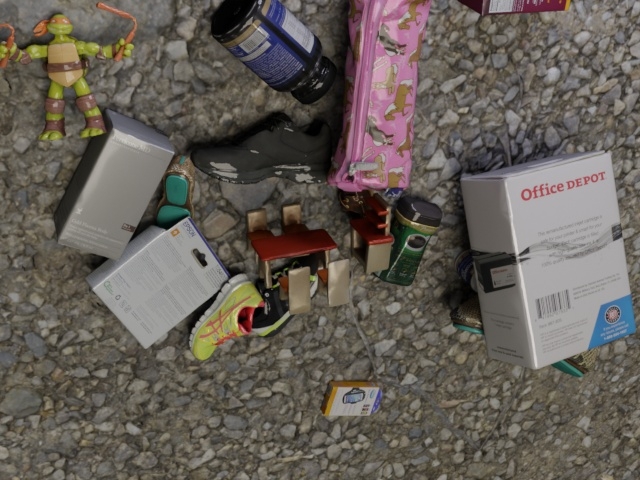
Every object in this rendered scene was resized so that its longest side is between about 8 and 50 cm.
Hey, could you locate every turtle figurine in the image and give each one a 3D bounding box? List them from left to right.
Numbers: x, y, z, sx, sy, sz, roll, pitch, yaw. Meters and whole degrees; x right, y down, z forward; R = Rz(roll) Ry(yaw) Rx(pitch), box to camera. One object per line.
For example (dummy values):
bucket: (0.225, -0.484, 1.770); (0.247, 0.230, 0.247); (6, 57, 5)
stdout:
turtle figurine: (-0.434, -0.279, 1.628); (0.270, 0.087, 0.217); (-7, 104, -15)

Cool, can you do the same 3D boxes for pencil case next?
pencil case: (0.105, -0.277, 1.783); (0.160, 0.167, 0.386); (2, 105, -19)

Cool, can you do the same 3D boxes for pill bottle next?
pill bottle: (-0.075, -0.338, 1.726); (0.123, 0.123, 0.219); (-47, 125, 7)
pill bottle: (0.348, 0.074, 2.148); (0.067, 0.120, 0.067); (-10, 121, -18)

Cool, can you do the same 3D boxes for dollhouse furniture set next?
dollhouse furniture set: (0.000, 0.000, 1.872); (0.259, 0.262, 0.135); (-10, 119, -18)

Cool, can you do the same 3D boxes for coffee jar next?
coffee jar: (0.180, -0.001, 2.059); (0.096, 0.079, 0.184); (13, 113, -26)

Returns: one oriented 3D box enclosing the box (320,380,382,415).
box: (0.074, 0.362, 2.258); (0.136, 0.028, 0.081); (4, 116, -28)

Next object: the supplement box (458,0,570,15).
supplement box: (0.365, -0.478, 1.845); (0.188, 0.104, 0.080); (-8, 121, -18)

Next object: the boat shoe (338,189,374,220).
boat shoe: (0.074, -0.079, 1.971); (0.073, 0.073, 0.207); (-33, 126, -5)

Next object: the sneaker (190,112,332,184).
sneaker: (-0.106, -0.174, 1.836); (0.286, 0.109, 0.130); (-4, 110, -29)

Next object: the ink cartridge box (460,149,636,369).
ink cartridge box: (0.474, 0.031, 2.045); (0.285, 0.166, 0.394); (-14, 100, -27)

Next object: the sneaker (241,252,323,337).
sneaker: (-0.081, 0.102, 2.005); (0.097, 0.084, 0.234); (30, 104, -32)

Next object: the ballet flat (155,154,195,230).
ballet flat: (-0.261, -0.083, 1.819); (0.073, 0.067, 0.206); (17, 144, -6)

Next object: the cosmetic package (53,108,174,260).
cosmetic package: (-0.370, -0.098, 1.754); (0.127, 0.107, 0.238); (19, 113, -28)

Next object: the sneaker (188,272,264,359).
sneaker: (-0.186, 0.170, 1.974); (0.208, 0.094, 0.081); (-56, 160, 21)

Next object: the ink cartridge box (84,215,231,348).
ink cartridge box: (-0.304, 0.074, 1.884); (0.224, 0.045, 0.223); (-38, 139, -9)

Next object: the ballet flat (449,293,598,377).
ballet flat: (0.484, 0.175, 2.267); (0.483, 0.164, 0.182); (23, 85, -37)
